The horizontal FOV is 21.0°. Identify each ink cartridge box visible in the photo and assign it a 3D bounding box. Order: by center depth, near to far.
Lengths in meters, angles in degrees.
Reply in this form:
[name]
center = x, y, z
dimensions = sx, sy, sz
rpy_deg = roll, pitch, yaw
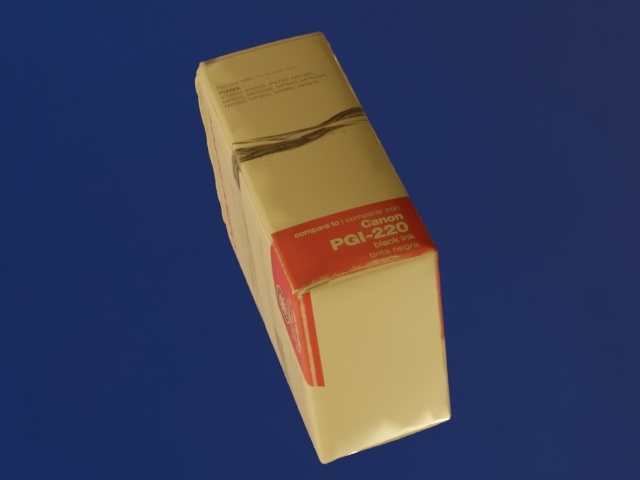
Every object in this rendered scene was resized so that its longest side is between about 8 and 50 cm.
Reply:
[ink cartridge box]
center = 0.000, 0.000, 1.066
dimensions = 0.159, 0.092, 0.218
rpy_deg = 82, 166, -45
